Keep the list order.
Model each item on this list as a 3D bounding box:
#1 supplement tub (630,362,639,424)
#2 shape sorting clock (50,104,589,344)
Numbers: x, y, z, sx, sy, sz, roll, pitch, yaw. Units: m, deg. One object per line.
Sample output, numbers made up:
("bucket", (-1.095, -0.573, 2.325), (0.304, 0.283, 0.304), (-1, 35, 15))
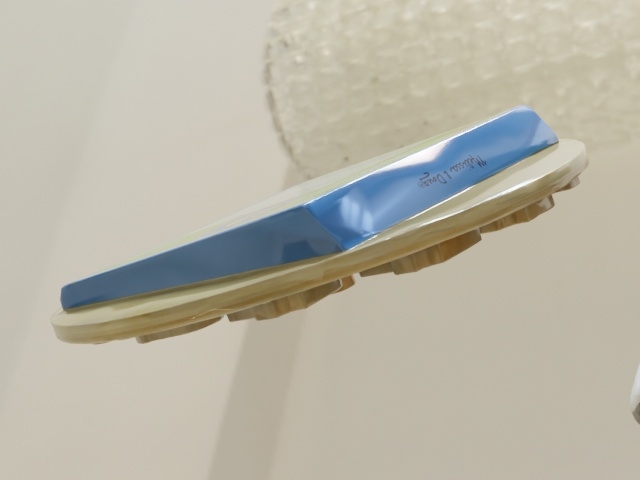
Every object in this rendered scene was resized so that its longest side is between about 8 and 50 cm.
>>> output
("supplement tub", (0.244, 0.066, 0.576), (0.117, 0.190, 0.117), (24, -90, -80))
("shape sorting clock", (0.000, 0.000, 0.491), (0.206, 0.206, 0.040), (-26, -84, -48))
